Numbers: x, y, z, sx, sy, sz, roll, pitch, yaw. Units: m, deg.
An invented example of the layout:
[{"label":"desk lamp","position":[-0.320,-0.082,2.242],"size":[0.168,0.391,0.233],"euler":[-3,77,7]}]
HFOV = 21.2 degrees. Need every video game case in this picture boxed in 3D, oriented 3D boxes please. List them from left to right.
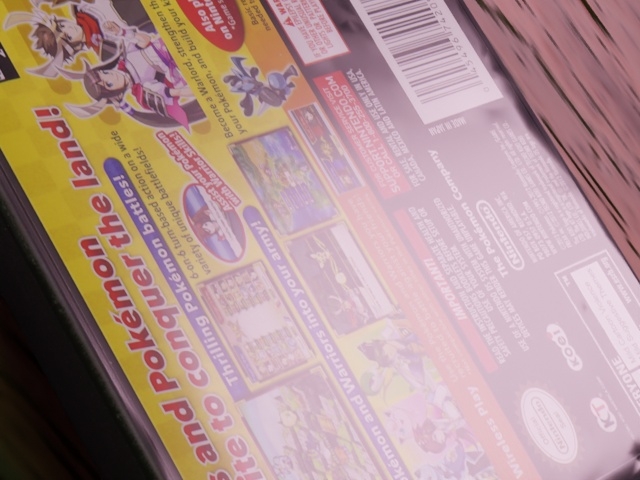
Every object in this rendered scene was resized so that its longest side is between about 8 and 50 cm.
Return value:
[{"label":"video game case","position":[0.000,0.000,0.645],"size":[0.248,0.035,0.275],"euler":[-21,76,-39]}]
